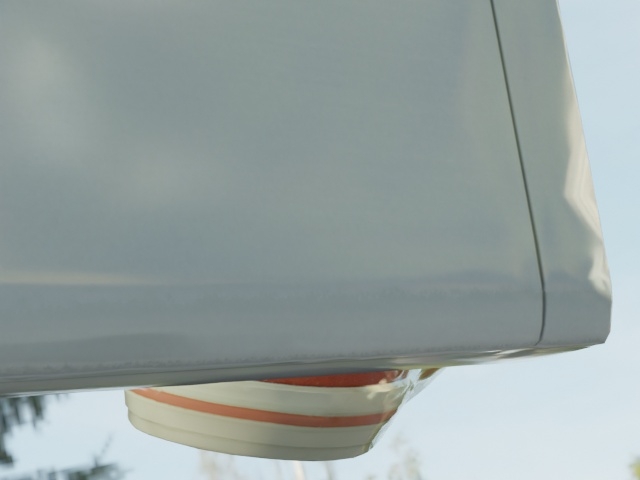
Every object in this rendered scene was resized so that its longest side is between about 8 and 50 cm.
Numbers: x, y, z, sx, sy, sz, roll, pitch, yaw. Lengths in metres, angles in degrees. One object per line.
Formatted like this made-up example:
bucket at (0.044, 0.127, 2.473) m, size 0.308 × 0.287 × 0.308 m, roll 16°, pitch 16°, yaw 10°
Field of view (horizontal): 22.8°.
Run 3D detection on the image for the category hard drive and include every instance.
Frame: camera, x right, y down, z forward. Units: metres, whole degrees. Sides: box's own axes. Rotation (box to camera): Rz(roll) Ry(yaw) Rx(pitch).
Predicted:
hard drive at (-0.073, -0.081, 0.369) m, size 0.353 × 0.233 × 0.047 m, roll 1°, pitch -14°, yaw -43°

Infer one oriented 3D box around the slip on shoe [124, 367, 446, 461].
slip on shoe at (0.000, 0.000, 0.614) m, size 0.123 × 0.101 × 0.331 m, roll 8°, pitch 7°, yaw 6°
